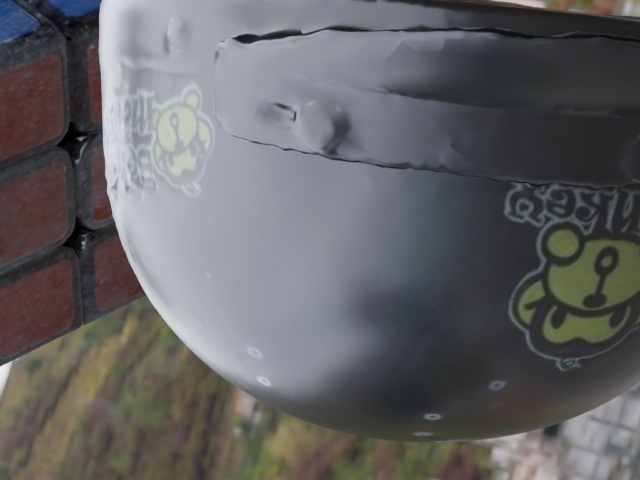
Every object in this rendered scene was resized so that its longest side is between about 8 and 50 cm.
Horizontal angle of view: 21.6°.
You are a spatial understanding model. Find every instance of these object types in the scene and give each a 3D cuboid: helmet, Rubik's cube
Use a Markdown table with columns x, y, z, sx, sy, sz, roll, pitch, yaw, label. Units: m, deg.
| x | y | z | sx | sy | sz | roll | pitch | yaw | label |
| --- | --- | --- | --- | --- | --- | --- | --- | --- | --- |
| 0.040 | -0.009 | 0.577 | 0.279 | 0.230 | 0.160 | -157 | 72 | -64 | helmet |
| -0.246 | -0.130 | 1.406 | 0.305 | 0.301 | 0.303 | -24 | -43 | -33 | Rubik's cube |
